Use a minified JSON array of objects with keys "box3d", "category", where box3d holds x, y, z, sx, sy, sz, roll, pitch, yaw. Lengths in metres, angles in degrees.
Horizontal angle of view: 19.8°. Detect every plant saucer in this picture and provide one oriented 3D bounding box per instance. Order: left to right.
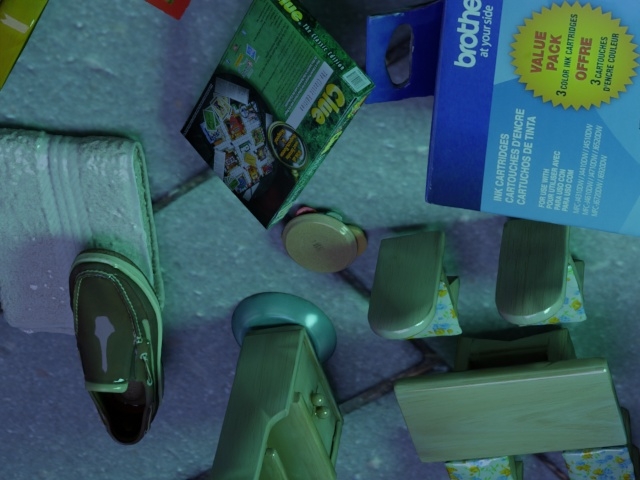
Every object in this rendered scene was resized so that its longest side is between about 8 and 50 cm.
[{"box3d":[-0.042,0.107,2.003,0.119,0.021,0.119,8,132,9],"category":"plant saucer"}]

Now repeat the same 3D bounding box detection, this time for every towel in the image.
[{"box3d":[-0.267,0.000,1.953,0.187,0.049,0.282,5,132,11],"category":"towel"}]

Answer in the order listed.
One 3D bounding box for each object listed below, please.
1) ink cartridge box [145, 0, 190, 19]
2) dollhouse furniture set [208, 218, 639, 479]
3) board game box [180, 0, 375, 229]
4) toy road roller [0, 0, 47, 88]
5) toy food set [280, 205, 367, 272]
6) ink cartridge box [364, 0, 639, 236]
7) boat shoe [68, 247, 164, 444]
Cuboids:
[{"box3d":[-0.186,-0.281,1.680,0.179,0.045,0.145,30,133,-8],"category":"ink cartridge box"},{"box3d":[0.108,0.211,1.873,0.394,0.256,0.362,-7,130,17],"category":"dollhouse furniture set"},{"box3d":[-0.046,-0.122,1.714,0.136,0.030,0.259,51,147,8],"category":"board game box"},{"box3d":[-0.404,-0.156,1.695,0.202,0.240,0.329,28,145,-10],"category":"toy road roller"},{"box3d":[0.000,0.000,1.894,0.082,0.020,0.083,37,131,-17],"category":"toy food set"},{"box3d":[0.241,-0.151,1.605,0.395,0.151,0.270,10,133,9],"category":"ink cartridge box"},{"box3d":[-0.215,0.122,1.952,0.095,0.095,0.257,0,136,12],"category":"boat shoe"}]
